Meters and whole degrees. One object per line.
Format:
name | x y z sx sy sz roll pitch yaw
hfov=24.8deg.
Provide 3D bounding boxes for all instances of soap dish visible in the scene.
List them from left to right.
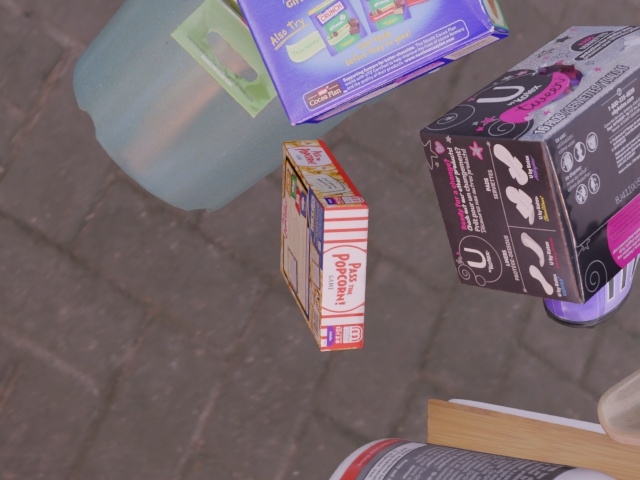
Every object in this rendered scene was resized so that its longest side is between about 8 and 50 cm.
soap dish | 0.256 0.314 1.681 0.118 0.290 0.229 -52 144 -49

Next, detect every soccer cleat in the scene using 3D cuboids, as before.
soccer cleat | 0.369 -0.018 1.839 0.108 0.116 0.318 20 48 25

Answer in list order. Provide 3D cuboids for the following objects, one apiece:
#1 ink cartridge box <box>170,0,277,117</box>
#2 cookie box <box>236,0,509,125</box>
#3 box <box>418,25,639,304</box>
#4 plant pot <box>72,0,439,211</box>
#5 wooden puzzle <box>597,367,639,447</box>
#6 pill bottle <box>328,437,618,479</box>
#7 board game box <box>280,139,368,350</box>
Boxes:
ink cartridge box | -0.023 -0.219 1.241 0.109 0.062 0.209 44 89 3
cookie box | 0.012 -0.113 0.582 0.107 0.091 0.040 67 16 1
box | 0.227 -0.078 1.304 0.247 0.142 0.163 -36 119 -37
plant pot | -0.090 -0.227 1.704 0.341 0.334 0.341 38 28 -25
wooden puzzle | 0.435 0.078 1.175 0.322 0.348 0.081 -28 104 -24
pill bottle | 0.183 0.309 1.371 0.210 0.363 0.210 -2 93 -47
board game box | 0.000 0.000 1.424 0.045 0.193 0.147 -3 113 -13
